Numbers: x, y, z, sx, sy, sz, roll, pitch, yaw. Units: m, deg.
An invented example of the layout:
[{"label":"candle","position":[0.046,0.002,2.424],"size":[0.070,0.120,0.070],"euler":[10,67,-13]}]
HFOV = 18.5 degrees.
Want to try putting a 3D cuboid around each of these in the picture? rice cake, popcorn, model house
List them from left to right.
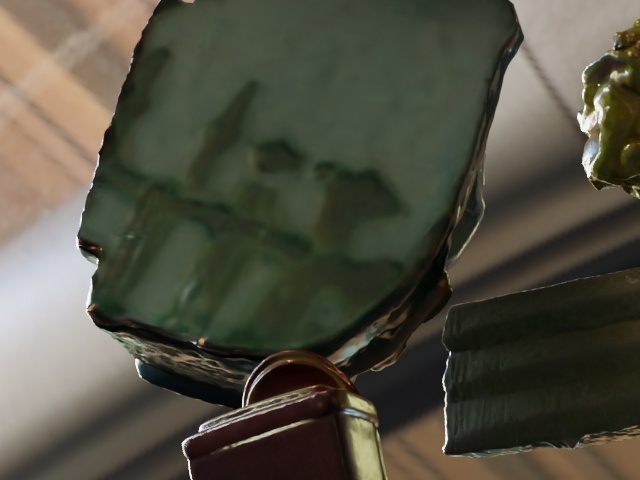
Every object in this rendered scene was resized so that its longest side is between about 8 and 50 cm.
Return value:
[{"label":"model house","position":[0.000,0.000,1.408],"size":[0.251,0.295,0.329],"euler":[12,-20,13]},{"label":"rice cake","position":[0.183,0.082,1.330],"size":[0.237,0.127,0.043],"euler":[-17,-29,39]},{"label":"popcorn","position":[0.254,-0.099,1.478],"size":[0.126,0.145,0.126],"euler":[6,-9,-2]}]

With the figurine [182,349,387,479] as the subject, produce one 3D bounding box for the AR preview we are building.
[{"label":"figurine","position":[0.006,0.120,0.851],"size":[0.082,0.154,0.098],"euler":[-22,-21,31]}]
